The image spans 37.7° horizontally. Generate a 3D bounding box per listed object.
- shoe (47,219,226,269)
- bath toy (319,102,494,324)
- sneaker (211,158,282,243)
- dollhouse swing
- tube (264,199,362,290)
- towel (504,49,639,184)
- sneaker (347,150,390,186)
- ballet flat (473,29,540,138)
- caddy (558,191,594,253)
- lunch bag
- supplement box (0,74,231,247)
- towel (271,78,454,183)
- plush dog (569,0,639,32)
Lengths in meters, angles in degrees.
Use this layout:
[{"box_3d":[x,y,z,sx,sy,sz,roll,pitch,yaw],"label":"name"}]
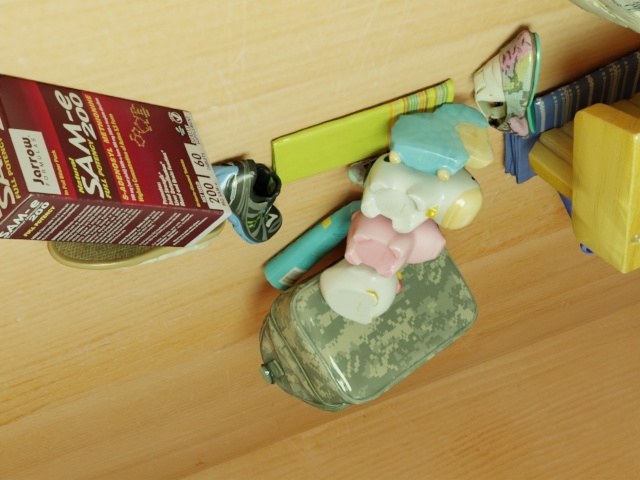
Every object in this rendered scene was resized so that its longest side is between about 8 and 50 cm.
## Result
[{"box_3d":[-0.217,0.001,1.118,0.219,0.076,0.058,-10,156,-31],"label":"shoe"},{"box_3d":[0.109,-0.024,1.243,0.151,0.129,0.348,25,137,-1],"label":"bath toy"},{"box_3d":[-0.078,-0.048,1.161,0.078,0.067,0.188,-19,158,7],"label":"sneaker"},{"box_3d":[0.439,-0.177,1.139,0.347,0.305,0.315,-23,138,-6],"label":"dollhouse swing"},{"box_3d":[0.000,0.000,1.403,0.207,0.052,0.080,-40,170,30],"label":"tube"},{"box_3d":[0.423,-0.207,1.373,0.336,0.040,0.243,-26,158,2],"label":"towel"},{"box_3d":[0.085,-0.107,1.242,0.098,0.038,0.069,-17,159,-42],"label":"sneaker"},{"box_3d":[0.230,-0.185,1.164,0.079,0.076,0.221,-2,163,11],"label":"ballet flat"},{"box_3d":[0.565,-0.091,1.599,0.241,0.179,0.341,-15,159,-21],"label":"caddy"},{"box_3d":[0.062,0.125,1.502,0.305,0.212,0.256,-33,-177,-26],"label":"lunch bag"},{"box_3d":[-0.207,-0.068,0.879,0.073,0.130,0.239,-37,157,31],"label":"supplement box"},{"box_3d":[0.052,-0.134,1.162,0.237,0.021,0.102,-19,154,-9],"label":"towel"},{"box_3d":[0.328,-0.302,0.834,0.225,0.210,0.262,-56,152,12],"label":"plush dog"}]
